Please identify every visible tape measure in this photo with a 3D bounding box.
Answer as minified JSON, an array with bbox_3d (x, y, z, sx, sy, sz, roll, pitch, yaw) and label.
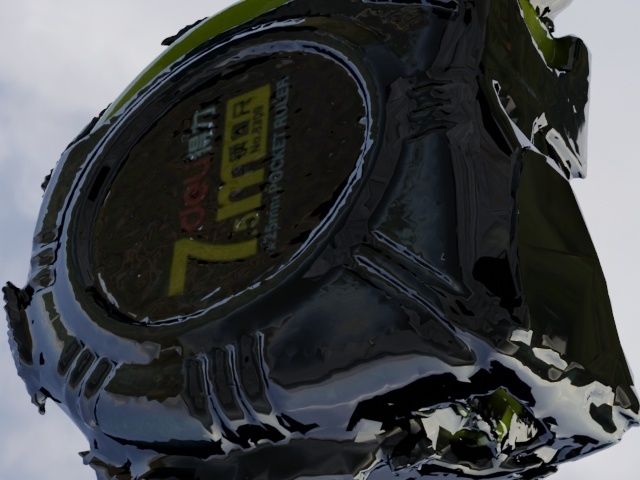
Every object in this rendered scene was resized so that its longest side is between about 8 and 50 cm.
[{"bbox_3d":[0.000,0.000,0.553,0.112,0.186,0.199,49,-147,-42],"label":"tape measure"}]
